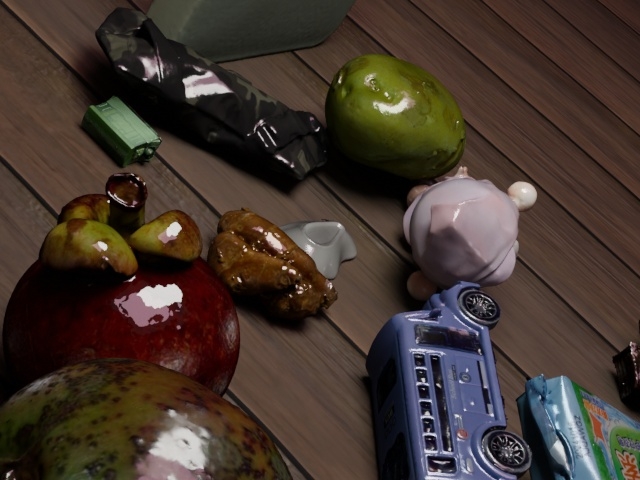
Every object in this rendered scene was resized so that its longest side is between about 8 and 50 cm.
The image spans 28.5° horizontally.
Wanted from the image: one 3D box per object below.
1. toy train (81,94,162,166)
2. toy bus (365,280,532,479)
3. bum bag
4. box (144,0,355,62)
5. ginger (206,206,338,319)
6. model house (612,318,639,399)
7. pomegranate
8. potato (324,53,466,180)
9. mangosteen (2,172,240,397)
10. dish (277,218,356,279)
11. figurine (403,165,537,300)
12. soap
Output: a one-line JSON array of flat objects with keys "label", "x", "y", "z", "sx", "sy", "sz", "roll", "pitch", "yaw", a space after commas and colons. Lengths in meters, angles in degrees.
[{"label": "toy train", "x": -0.234, "y": -0.128, "z": 1.481, "sx": 0.093, "sy": 0.038, "sz": 0.056, "roll": 44, "pitch": 38, "yaw": 14}, {"label": "toy bus", "x": 0.124, "y": 0.172, "z": 1.335, "sx": 0.133, "sy": 0.125, "sz": 0.292, "roll": 12, "pitch": 42, "yaw": -15}, {"label": "bum bag", "x": -0.132, "y": -0.172, "z": 1.570, "sx": 0.340, "sy": 0.095, "sz": 0.144, "roll": 30, "pitch": 31, "yaw": -23}, {"label": "box", "x": -0.036, "y": -0.401, "z": 1.682, "sx": 0.090, "sy": 0.367, "sz": 0.373, "roll": 49, "pitch": 37, "yaw": 18}, {"label": "ginger", "x": -0.054, "y": 0.032, "z": 1.403, "sx": 0.162, "sy": 0.073, "sz": 0.103, "roll": 34, "pitch": 35, "yaw": -2}, {"label": "model house", "x": 0.475, "y": 0.156, "z": 1.630, "sx": 0.203, "sy": 0.141, "sz": 0.164, "roll": -21, "pitch": 72, "yaw": -47}, {"label": "pomegranate", "x": -0.121, "y": 0.253, "z": 0.960, "sx": 0.340, "sy": 0.285, "sz": 0.285, "roll": 48, "pitch": 22, "yaw": -39}, {"label": "potato", "x": 0.102, "y": -0.162, "z": 1.666, "sx": 0.186, "sy": 0.148, "sz": 0.253, "roll": 19, "pitch": 7, "yaw": 13}, {"label": "mangosteen", "x": -0.177, "y": 0.058, "z": 1.114, "sx": 0.215, "sy": 0.257, "sz": 0.215, "roll": 0, "pitch": 34, "yaw": 0}, {"label": "dish", "x": 0.000, "y": 0.000, "z": 1.515, "sx": 0.137, "sy": 0.039, "sz": 0.091, "roll": -18, "pitch": 59, "yaw": -47}, {"label": "figurine", "x": 0.169, "y": -0.018, "z": 1.557, "sx": 0.133, "sy": 0.200, "sz": 0.276, "roll": 48, "pitch": 5, "yaw": -8}, {"label": "soap", "x": 0.304, "y": 0.251, "z": 1.344, "sx": 0.293, "sy": 0.077, "sz": 0.156, "roll": 30, "pitch": 38, "yaw": -43}]
